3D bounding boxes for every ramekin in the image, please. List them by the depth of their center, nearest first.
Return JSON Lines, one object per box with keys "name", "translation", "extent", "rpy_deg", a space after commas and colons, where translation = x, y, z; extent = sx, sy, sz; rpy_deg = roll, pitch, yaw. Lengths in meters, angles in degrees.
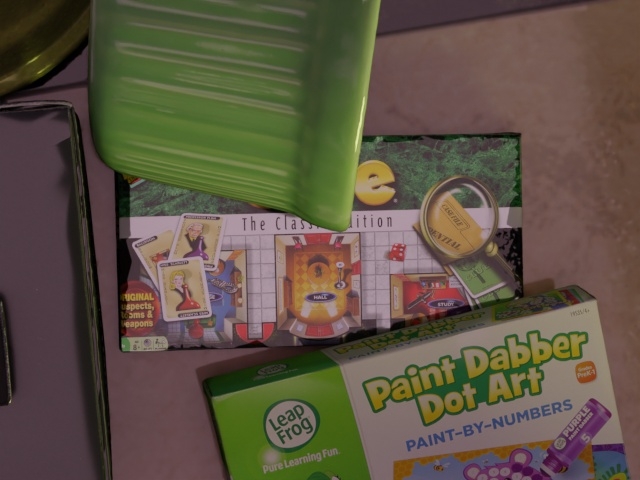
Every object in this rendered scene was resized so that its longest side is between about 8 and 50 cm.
{"name": "ramekin", "translation": [-0.037, -0.164, 1.103], "extent": [0.148, 0.303, 0.303], "rpy_deg": [8, 92, 1]}

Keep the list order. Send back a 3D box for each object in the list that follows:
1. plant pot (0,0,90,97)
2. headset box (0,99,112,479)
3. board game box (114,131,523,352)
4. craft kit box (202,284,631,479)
{"name": "plant pot", "translation": [-0.234, -0.230, 1.068], "extent": [0.276, 0.254, 0.276], "rpy_deg": [1, 82, -7]}
{"name": "headset box", "translation": [-0.189, 0.048, 1.096], "extent": [0.131, 0.283, 0.246], "rpy_deg": [-5, 92, -6]}
{"name": "board game box", "translation": [0.000, 0.000, 1.244], "extent": [0.260, 0.030, 0.136], "rpy_deg": [-2, 91, -7]}
{"name": "craft kit box", "translation": [0.075, 0.176, 1.234], "extent": [0.250, 0.061, 0.246], "rpy_deg": [-15, 99, -6]}
